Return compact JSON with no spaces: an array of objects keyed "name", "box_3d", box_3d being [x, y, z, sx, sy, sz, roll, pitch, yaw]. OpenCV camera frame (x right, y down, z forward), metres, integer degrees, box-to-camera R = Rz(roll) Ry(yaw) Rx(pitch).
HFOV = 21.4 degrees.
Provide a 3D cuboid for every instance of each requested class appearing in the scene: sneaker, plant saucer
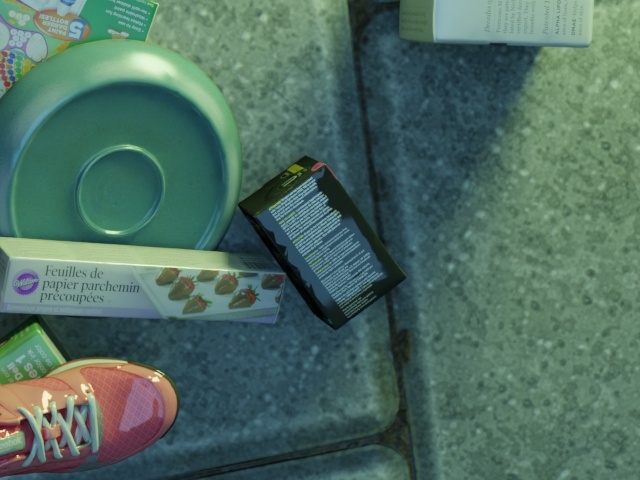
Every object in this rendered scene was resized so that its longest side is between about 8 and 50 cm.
[{"name":"sneaker","box_3d":[-0.286,0.191,1.633,0.313,0.136,0.116,-7,98,-11]},{"name":"plant saucer","box_3d":[-0.221,-0.057,1.823,0.317,0.043,0.318,-11,114,-25]}]

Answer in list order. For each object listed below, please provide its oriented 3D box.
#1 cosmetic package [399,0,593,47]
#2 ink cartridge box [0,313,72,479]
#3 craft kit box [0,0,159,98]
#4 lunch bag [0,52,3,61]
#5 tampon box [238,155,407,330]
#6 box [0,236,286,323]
[{"name":"cosmetic package","box_3d":[0.194,-0.294,1.881,0.183,0.151,0.152,0,98,-12]},{"name":"ink cartridge box","box_3d":[-0.387,0.201,1.787,0.278,0.201,0.117,-35,102,-6]},{"name":"craft kit box","box_3d":[-0.332,-0.184,1.828,0.249,0.061,0.247,18,96,-14]},{"name":"lunch bag","box_3d":[-0.494,-0.147,1.609,0.287,0.169,0.235,33,119,-16]},{"name":"tampon box","box_3d":[0.000,0.000,1.891,0.101,0.120,0.161,-36,104,-5]},{"name":"box","box_3d":[-0.194,0.044,1.812,0.324,0.067,0.063,4,107,-30]}]
